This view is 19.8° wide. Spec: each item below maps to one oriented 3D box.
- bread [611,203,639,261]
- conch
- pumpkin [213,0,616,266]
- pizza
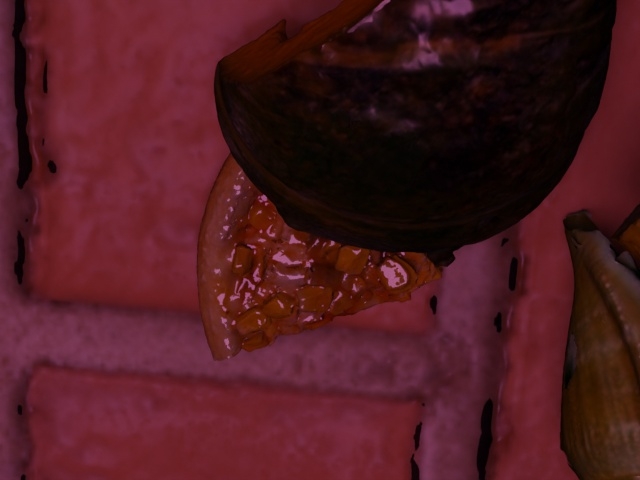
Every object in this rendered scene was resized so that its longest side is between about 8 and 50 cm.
[{"bbox_3d":[0.254,-0.057,0.838,0.124,0.186,0.257,36,101,-1],"label":"bread"},{"bbox_3d":[0.165,0.089,0.944,0.079,0.095,0.201,-19,107,-22],"label":"conch"},{"bbox_3d":[0.092,-0.088,0.870,0.278,0.111,0.163,-41,109,5],"label":"pumpkin"},{"bbox_3d":[0.000,0.000,0.964,0.131,0.041,0.178,33,109,-6],"label":"pizza"}]
